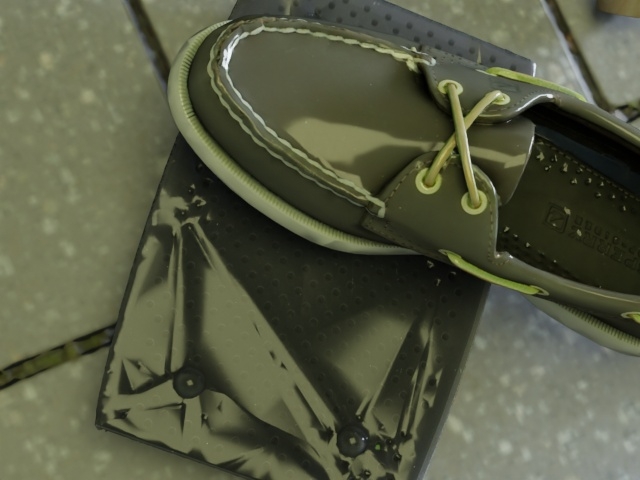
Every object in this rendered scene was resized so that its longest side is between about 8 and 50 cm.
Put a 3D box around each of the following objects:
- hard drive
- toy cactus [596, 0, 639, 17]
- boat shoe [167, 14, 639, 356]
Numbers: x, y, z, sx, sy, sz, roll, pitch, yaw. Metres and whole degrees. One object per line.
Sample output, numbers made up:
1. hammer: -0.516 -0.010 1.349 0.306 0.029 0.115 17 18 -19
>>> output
1. hard drive: 0.000 0.000 0.733 0.172 0.054 0.255 20 73 -8
2. toy cactus: 0.174 -0.215 0.795 0.219 0.112 0.180 -12 115 -50
3. boat shoe: 0.079 -0.032 0.683 0.305 0.091 0.109 23 72 -17
